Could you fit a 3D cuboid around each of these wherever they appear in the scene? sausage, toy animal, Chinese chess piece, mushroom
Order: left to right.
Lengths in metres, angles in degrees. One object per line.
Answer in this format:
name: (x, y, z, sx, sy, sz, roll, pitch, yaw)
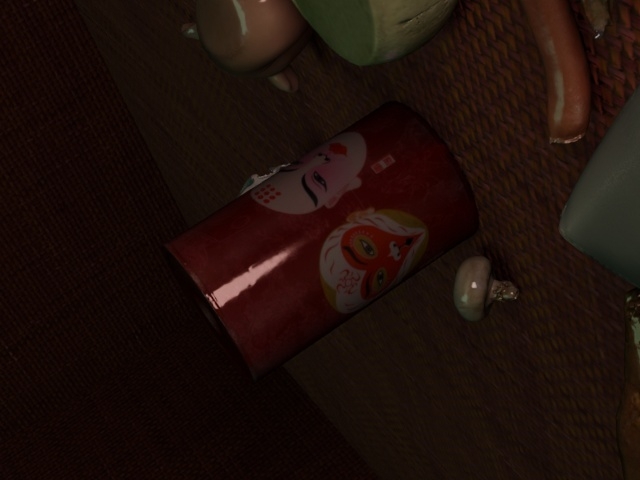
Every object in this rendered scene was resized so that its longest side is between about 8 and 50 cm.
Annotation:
toy animal: (-0.079, -0.278, 1.362, 0.166, 0.154, 0.250, 48, 169, 3)
Chinese chess piece: (0.029, -0.289, 1.043, 0.250, 0.101, 0.250, 54, 166, 20)
mushroom: (0.205, 0.060, 1.351, 0.079, 0.085, 0.085, 4, 143, 18)
sausage: (0.188, -0.161, 0.891, 0.040, 0.047, 0.176, 20, 141, 50)

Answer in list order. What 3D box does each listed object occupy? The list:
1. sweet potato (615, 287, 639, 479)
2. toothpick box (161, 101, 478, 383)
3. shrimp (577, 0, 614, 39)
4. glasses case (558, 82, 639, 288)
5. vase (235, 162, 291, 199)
sweet potato: (0.337, 0.191, 1.023, 0.336, 0.131, 0.131, 60, 167, -16)
toothpick box: (0.000, 0.000, 1.336, 0.204, 0.333, 0.204, 52, 166, 19)
shrimp: (0.203, -0.219, 0.721, 0.126, 0.047, 0.223, 35, 156, 34)
glasses case: (0.267, -0.053, 0.795, 0.128, 0.083, 0.308, 48, 165, 12)
vase: (-0.043, 0.038, 1.857, 0.250, 0.250, 0.445, 53, 171, 14)
